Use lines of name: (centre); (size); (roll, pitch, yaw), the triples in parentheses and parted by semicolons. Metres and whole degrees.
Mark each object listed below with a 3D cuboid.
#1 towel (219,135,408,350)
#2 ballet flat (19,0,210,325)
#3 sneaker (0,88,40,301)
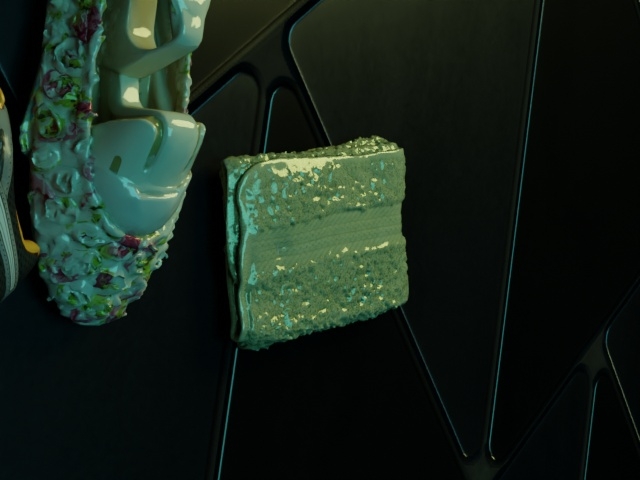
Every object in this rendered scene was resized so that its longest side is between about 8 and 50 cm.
towel: (0.000, 0.000, 0.864); (0.148, 0.027, 0.110); (-11, 101, -48)
ballet flat: (-0.090, -0.078, 0.722); (0.091, 0.077, 0.241); (1, 92, -49)
sneaker: (-0.173, -0.059, 0.632); (0.083, 0.084, 0.215); (-31, 124, -45)
